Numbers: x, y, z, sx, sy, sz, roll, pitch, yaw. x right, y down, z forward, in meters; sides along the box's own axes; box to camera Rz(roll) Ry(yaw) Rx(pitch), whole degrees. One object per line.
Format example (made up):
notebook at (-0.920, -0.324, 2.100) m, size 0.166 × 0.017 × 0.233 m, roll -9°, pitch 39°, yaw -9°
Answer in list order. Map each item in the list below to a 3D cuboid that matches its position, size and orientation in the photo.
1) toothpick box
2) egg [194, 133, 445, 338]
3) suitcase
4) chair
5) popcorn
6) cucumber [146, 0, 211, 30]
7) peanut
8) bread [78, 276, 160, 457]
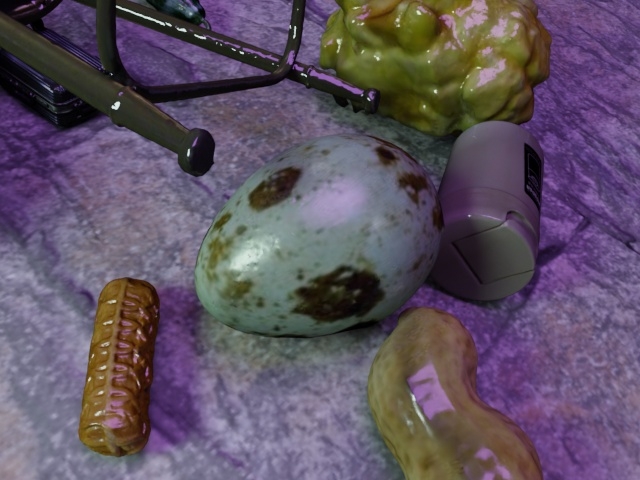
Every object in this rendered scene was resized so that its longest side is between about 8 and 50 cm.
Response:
toothpick box at (0.174, -0.035, 0.696) m, size 0.111 × 0.111 × 0.181 m, roll 21°, pitch 43°, yaw 4°
egg at (0.000, 0.000, 0.573) m, size 0.231 × 0.169 × 0.169 m, roll -24°, pitch 57°, yaw -23°
suitcase at (-0.301, -0.187, 0.742) m, size 0.126 × 0.059 × 0.086 m, roll 33°, pitch 49°, yaw 16°
chair at (-0.168, -0.310, 0.577) m, size 0.409 × 0.365 × 0.362 m, roll 16°, pitch 23°, yaw 20°
popcorn at (0.132, -0.236, 0.805) m, size 0.286 × 0.252 × 0.215 m, roll 19°, pitch 85°, yaw 27°
cucumber at (-0.228, -0.358, 0.933) m, size 0.056 × 0.056 × 0.250 m, roll -24°, pitch 55°, yaw -33°
peanut at (0.100, 0.145, 0.513) m, size 0.103 × 0.098 × 0.230 m, roll 34°, pitch 27°, yaw -46°
bread at (-0.156, 0.094, 0.523) m, size 0.052 × 0.044 × 0.157 m, roll 6°, pitch 46°, yaw -15°
